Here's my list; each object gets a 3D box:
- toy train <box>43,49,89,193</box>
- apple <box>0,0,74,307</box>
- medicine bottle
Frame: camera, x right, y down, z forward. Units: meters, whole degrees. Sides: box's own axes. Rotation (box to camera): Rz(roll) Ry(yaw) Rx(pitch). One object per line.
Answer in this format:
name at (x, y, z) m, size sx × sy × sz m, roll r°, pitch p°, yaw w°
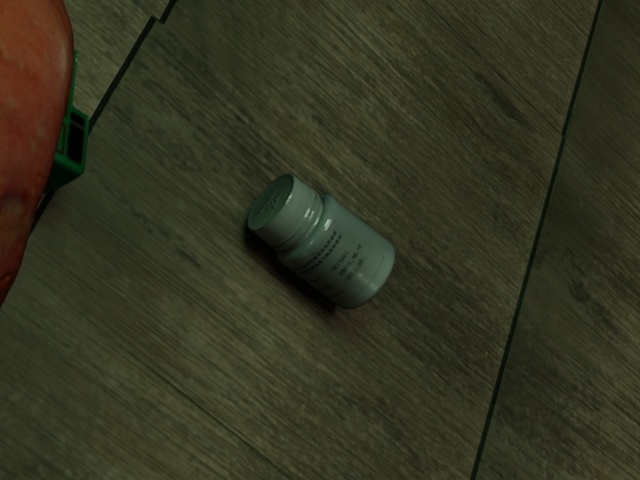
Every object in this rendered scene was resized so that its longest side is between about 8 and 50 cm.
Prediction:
toy train at (-0.255, -0.129, 1.399) m, size 0.136 × 0.091 × 0.227 m, roll 34°, pitch 45°, yaw -41°
apple at (-0.348, -0.070, 1.080) m, size 0.364 × 0.364 × 0.364 m, roll 23°, pitch 54°, yaw -35°
medicine bottle at (0.000, 0.000, 1.580) m, size 0.130 × 0.080 × 0.080 m, roll 37°, pitch 46°, yaw -23°
